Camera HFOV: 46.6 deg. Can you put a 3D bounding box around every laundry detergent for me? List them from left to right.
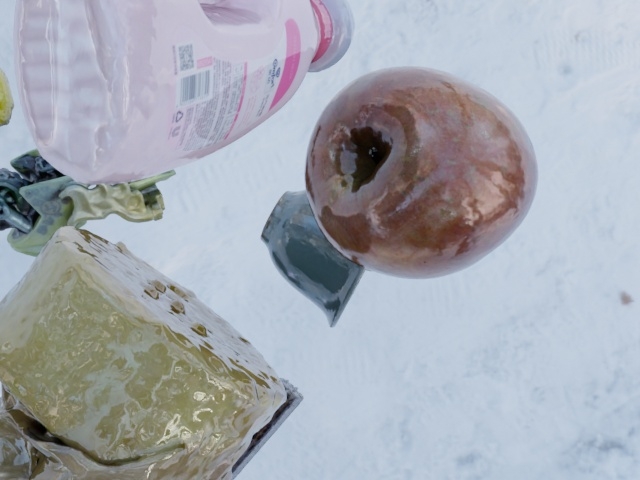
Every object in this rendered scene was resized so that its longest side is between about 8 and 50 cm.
[{"bbox_3d":[-0.072,-0.149,0.555,0.335,0.087,0.159,-38,140,-57],"label":"laundry detergent"}]

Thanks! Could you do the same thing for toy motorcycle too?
[{"bbox_3d":[-0.478,-0.096,1.473,0.410,0.237,0.169,-24,50,-13],"label":"toy motorcycle"}]

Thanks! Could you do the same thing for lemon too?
[{"bbox_3d":[-0.457,-0.200,0.996,0.082,0.082,0.111,-22,78,-21],"label":"lemon"}]

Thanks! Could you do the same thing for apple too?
[{"bbox_3d":[0.114,-0.072,0.819,0.253,0.253,0.254,2,84,-20],"label":"apple"}]

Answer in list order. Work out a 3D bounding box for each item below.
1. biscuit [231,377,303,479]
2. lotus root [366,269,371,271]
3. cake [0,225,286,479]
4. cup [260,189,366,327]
[{"bbox_3d":[-0.189,0.458,1.594,0.073,0.107,0.388,40,85,13],"label":"biscuit"},{"bbox_3d":[0.105,-0.005,1.407,0.122,0.112,0.081,54,25,-40],"label":"lotus root"},{"bbox_3d":[-0.245,0.194,0.812,0.332,0.332,0.321,37,88,-13],"label":"cake"},{"bbox_3d":[0.000,0.000,1.028,0.150,0.199,0.199,28,75,3],"label":"cup"}]
